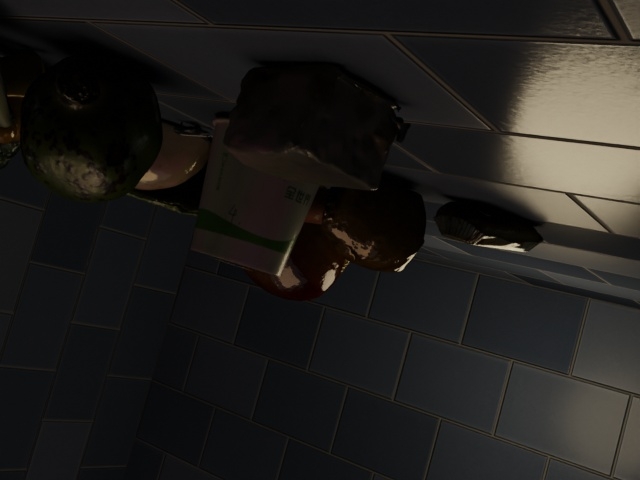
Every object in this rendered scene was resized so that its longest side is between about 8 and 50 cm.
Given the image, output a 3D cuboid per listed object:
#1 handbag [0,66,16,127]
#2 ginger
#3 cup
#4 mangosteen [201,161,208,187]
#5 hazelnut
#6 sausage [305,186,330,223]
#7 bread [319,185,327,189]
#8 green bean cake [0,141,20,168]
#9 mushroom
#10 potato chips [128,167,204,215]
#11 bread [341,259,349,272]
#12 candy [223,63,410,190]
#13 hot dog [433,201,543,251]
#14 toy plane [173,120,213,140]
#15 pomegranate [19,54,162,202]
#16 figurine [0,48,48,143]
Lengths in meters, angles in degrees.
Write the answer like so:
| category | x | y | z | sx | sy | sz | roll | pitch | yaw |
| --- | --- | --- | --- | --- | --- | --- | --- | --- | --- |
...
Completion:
| category | x | y | z | sx | sy | sz | roll | pitch | yaw |
| --- | --- | --- | --- | --- | --- | --- | --- | --- | --- |
| handbag | -0.599 | -0.259 | 1.236 | 0.241 | 0.109 | 0.315 | 17 | 146 | -5 |
| ginger | 0.122 | -0.038 | 1.752 | 0.223 | 0.200 | 0.269 | 16 | 176 | 7 |
| cup | -0.125 | -0.080 | 1.578 | 0.253 | 0.274 | 0.253 | 16 | 176 | 1 |
| mangosteen | -0.215 | -0.150 | 1.945 | 0.151 | 0.137 | 0.137 | 2 | 168 | 42 |
| hazelnut | -0.097 | -0.007 | 2.293 | 0.366 | 0.366 | 0.366 | 15 | 176 | 1 |
| sausage | 0.026 | -0.082 | 1.904 | 0.419 | 0.094 | 0.094 | 6 | -165 | -44 |
| bread | -0.059 | -0.133 | 2.008 | 0.161 | 0.088 | 0.233 | 9 | 171 | 21 |
| green bean cake | -0.813 | -0.279 | 1.756 | 0.308 | 0.300 | 0.169 | 56 | -154 | 16 |
| mushroom | -0.354 | -0.180 | 1.904 | 0.173 | 0.162 | 0.236 | 18 | 178 | -13 |
| potato chips | -0.407 | -0.156 | 2.070 | 0.429 | 0.070 | 0.358 | 14 | -158 | -16 |
| bread | 0.000 | 0.000 | 2.625 | 0.142 | 0.227 | 0.253 | 21 | -179 | -30 |
| candy | -0.006 | -0.152 | 1.105 | 0.195 | 0.137 | 0.185 | 10 | 173 | 41 |
| hot dog | 0.379 | -0.028 | 1.805 | 0.270 | 0.082 | 0.162 | 9 | -170 | -36 |
| toy plane | -0.277 | -0.237 | 1.744 | 0.083 | 0.031 | 0.078 | 15 | 176 | 2 |
| pomegranate | -0.384 | -0.192 | 1.336 | 0.254 | 0.254 | 0.270 | 15 | 159 | 1 |
| figurine | -0.593 | -0.268 | 1.469 | 0.215 | 0.215 | 0.228 | 16 | 163 | -2 |
